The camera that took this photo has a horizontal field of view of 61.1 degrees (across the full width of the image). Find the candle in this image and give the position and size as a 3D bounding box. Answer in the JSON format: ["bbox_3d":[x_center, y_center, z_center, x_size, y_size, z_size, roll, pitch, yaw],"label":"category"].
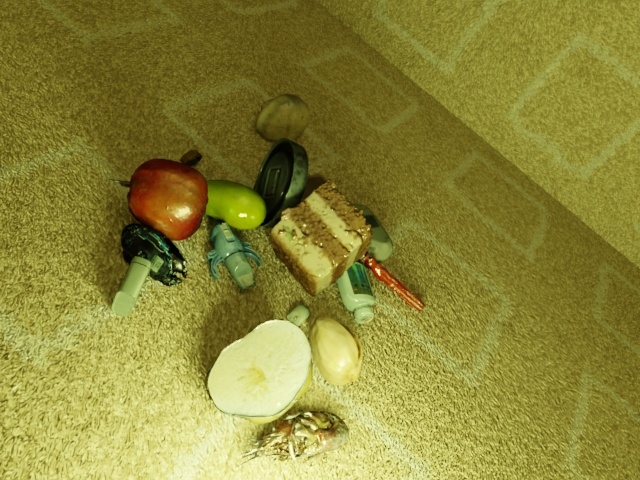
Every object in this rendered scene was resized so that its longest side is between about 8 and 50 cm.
[{"bbox_3d":[0.272,0.162,2.047,0.329,0.051,0.048,42,14,-16],"label":"candle"}]

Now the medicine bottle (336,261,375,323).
[{"bbox_3d":[0.129,0.185,1.945,0.121,0.083,0.229,11,48,-31],"label":"medicine bottle"}]

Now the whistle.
[{"bbox_3d":[-0.292,0.048,1.787,0.180,0.093,0.269,-15,67,-35],"label":"whistle"}]

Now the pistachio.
[{"bbox_3d":[0.047,0.340,1.706,0.157,0.157,0.229,-1,47,-36],"label":"pistachio"}]

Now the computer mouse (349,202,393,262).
[{"bbox_3d":[0.163,-0.026,2.161,0.197,0.095,0.331,-2,42,-20],"label":"computer mouse"}]

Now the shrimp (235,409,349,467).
[{"bbox_3d":[-0.067,0.538,1.452,0.343,0.116,0.145,-2,39,-36],"label":"shrimp"}]

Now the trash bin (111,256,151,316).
[{"bbox_3d":[-0.528,0.128,1.515,0.059,0.116,0.130,22,44,-14],"label":"trash bin"}]

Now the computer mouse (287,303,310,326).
[{"bbox_3d":[-0.069,0.243,1.789,0.056,0.032,0.110,42,41,7],"label":"computer mouse"}]

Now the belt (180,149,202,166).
[{"bbox_3d":[-0.475,-0.304,2.003,0.036,0.059,0.083,44,40,10],"label":"belt"}]

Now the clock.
[{"bbox_3d":[-0.148,-0.201,1.934,0.067,0.325,0.325,15,45,-29],"label":"clock"}]

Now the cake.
[{"bbox_3d":[0.000,0.000,1.844,0.290,0.282,0.255,-38,76,-13],"label":"cake"}]

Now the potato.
[{"bbox_3d":[-0.158,0.376,1.502,0.300,0.196,0.246,-35,71,-19],"label":"potato"}]

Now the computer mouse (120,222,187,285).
[{"bbox_3d":[-0.492,0.037,1.621,0.242,0.146,0.077,42,25,3],"label":"computer mouse"}]

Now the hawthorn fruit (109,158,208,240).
[{"bbox_3d":[-0.506,-0.136,1.687,0.300,0.254,0.254,14,45,-18],"label":"hawthorn fruit"}]

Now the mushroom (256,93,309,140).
[{"bbox_3d":[-0.158,-0.558,2.368,0.254,0.189,0.195,-18,67,-47],"label":"mushroom"}]

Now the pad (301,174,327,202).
[{"bbox_3d":[-0.008,-0.178,2.205,0.176,0.002,0.266,-11,50,-28],"label":"pad"}]

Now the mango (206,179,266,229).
[{"bbox_3d":[-0.310,-0.132,1.872,0.273,0.149,0.185,23,12,21],"label":"mango"}]
